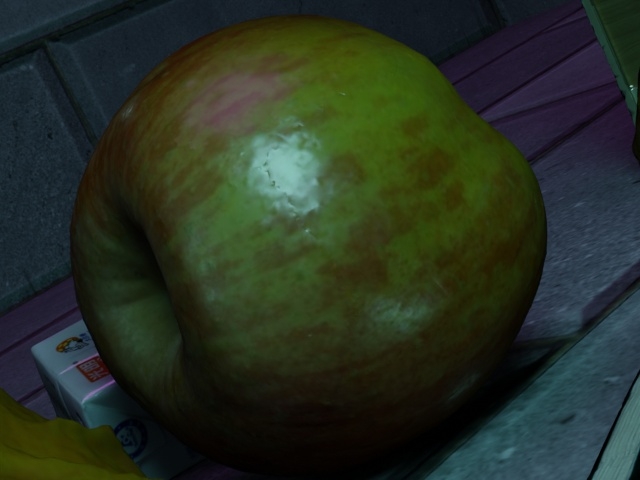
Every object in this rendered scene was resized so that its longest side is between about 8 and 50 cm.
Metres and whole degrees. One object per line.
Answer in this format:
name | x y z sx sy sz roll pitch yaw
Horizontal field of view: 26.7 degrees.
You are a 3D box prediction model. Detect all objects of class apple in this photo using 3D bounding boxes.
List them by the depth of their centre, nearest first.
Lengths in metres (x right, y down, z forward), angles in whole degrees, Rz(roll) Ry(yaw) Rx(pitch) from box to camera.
apple | 0.000 0.000 0.861 0.301 0.301 0.301 -25 9 4

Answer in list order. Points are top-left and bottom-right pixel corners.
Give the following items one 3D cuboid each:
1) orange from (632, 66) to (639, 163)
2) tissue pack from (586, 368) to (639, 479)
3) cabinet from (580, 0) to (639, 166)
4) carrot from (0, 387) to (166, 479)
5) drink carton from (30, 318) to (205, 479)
orange | 0.306 -0.083 0.618 0.271 0.210 0.368 -53 -27 17
tissue pack | 0.136 0.104 0.439 0.090 0.103 0.170 -16 13 30
cabinet | 0.385 -0.268 1.194 0.290 0.318 0.227 -19 11 39
carrot | -0.177 0.164 0.542 0.340 0.241 0.241 -26 9 5
drink carton | -0.062 0.069 1.080 0.315 0.107 0.130 -28 25 -19
